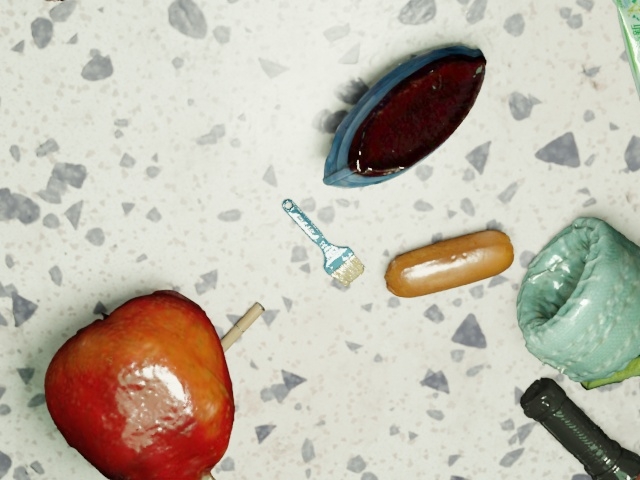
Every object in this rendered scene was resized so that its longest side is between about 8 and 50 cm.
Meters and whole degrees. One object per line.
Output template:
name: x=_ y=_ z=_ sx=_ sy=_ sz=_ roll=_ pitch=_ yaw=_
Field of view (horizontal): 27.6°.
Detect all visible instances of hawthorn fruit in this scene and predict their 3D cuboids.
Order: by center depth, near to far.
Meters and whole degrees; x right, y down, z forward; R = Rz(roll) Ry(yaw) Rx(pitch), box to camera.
hawthorn fruit: x=-0.237 y=0.236 z=1.858 sx=0.265 sy=0.265 sz=0.307 roll=-34 pitch=91 yaw=4

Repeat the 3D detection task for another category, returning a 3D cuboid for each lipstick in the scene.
lipstick: x=-0.121 y=0.132 z=1.971 sx=0.019 sy=0.019 sz=0.094 roll=42 pitch=97 yaw=-15

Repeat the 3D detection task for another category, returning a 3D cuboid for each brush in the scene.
brush: x=0.000 y=0.000 z=1.950 sx=0.051 sy=0.014 sz=0.164 roll=-41 pitch=105 yaw=4

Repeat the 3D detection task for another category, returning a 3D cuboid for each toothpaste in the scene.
toothpaste: x=0.489 y=-0.246 z=1.920 sx=0.074 sy=0.048 sz=0.297 roll=-17 pitch=103 yaw=2

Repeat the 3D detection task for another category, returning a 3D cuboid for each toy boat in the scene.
toy boat: x=0.122 y=-0.178 z=1.857 sx=0.309 sy=0.142 sz=0.129 roll=-41 pitch=103 yaw=-12

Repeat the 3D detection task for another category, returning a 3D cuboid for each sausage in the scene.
sausage: x=0.191 y=0.036 z=1.950 sx=0.197 sy=0.076 sz=0.076 roll=-14 pitch=106 yaw=0

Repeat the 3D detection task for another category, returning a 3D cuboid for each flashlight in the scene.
flashlight: x=0.411 y=0.308 z=2.045 sx=0.093 sy=0.093 sz=0.232 roll=-44 pitch=99 yaw=7

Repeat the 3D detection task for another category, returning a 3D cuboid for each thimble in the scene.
thimble: x=0.392 y=0.093 z=1.916 sx=0.143 sy=0.198 sz=0.235 roll=35 pitch=72 yaw=-17

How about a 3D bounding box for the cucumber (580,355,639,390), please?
cucumber: x=0.501 y=0.168 z=2.029 sx=0.211 sy=0.062 sz=0.078 roll=-15 pitch=140 yaw=-8
